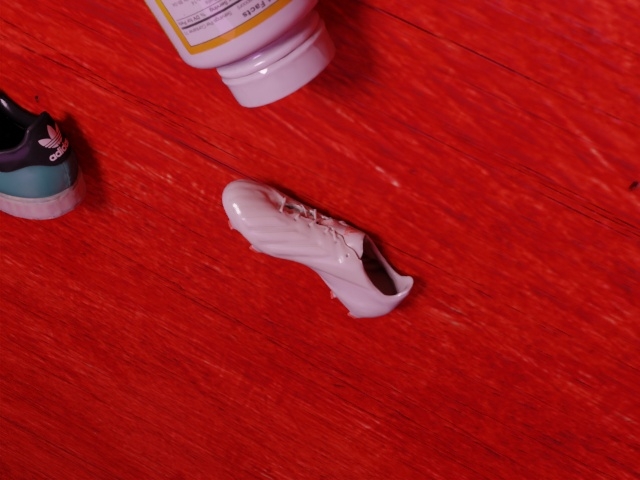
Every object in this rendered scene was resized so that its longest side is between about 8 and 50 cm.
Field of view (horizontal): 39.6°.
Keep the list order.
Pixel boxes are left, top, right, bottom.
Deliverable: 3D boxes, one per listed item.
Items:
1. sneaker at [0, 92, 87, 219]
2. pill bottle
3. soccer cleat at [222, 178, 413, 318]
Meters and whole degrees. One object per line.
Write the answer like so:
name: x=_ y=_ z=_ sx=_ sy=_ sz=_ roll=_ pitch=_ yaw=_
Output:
sneaker: x=-0.389 y=-0.116 z=0.920 sx=0.302 sy=0.108 sz=0.121 roll=12 pitch=137 yaw=11
pill bottle: x=-0.075 y=-0.200 z=0.602 sx=0.117 sy=0.117 sz=0.215 roll=-7 pitch=128 yaw=38
soccer cleat: x=0.000 y=0.000 z=0.815 sx=0.196 sy=0.068 sz=0.076 roll=37 pitch=137 yaw=-18
